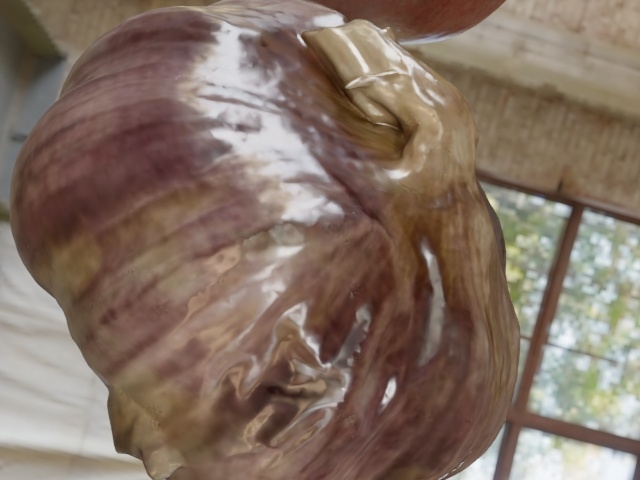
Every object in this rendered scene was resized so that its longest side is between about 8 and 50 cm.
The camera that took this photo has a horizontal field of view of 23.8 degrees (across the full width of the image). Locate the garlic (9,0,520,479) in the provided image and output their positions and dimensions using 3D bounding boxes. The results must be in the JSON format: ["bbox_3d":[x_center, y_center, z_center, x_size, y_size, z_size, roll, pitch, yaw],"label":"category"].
[{"bbox_3d":[0.000,0.000,0.628,0.160,0.245,0.245,-33,-148,27],"label":"garlic"}]

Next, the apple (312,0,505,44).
[{"bbox_3d":[0.040,-0.175,0.819,0.120,0.153,0.153,-59,-163,33],"label":"apple"}]
